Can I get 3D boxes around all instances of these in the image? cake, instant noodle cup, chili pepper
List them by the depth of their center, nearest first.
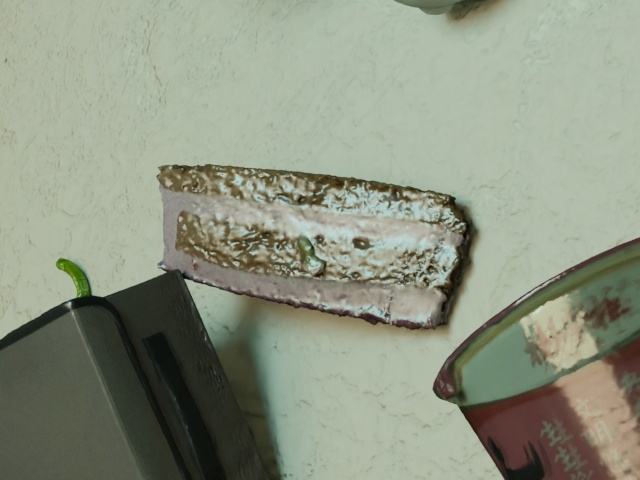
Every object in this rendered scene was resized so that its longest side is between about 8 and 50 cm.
[{"bbox_3d":[0.210,0.118,0.956,0.235,0.234,0.178,-39,64,34],"label":"instant noodle cup"},{"bbox_3d":[0.000,0.000,1.313,0.295,0.112,0.116,11,94,36],"label":"cake"},{"bbox_3d":[-0.256,0.044,1.610,0.030,0.017,0.083,-57,43,21],"label":"chili pepper"}]

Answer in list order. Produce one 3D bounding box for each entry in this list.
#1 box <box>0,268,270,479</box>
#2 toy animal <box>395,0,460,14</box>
[{"bbox_3d":[-0.170,0.177,1.326,0.188,0.153,0.252,-28,87,37],"label":"box"},{"bbox_3d":[0.132,-0.298,1.188,0.138,0.140,0.282,52,130,6],"label":"toy animal"}]
